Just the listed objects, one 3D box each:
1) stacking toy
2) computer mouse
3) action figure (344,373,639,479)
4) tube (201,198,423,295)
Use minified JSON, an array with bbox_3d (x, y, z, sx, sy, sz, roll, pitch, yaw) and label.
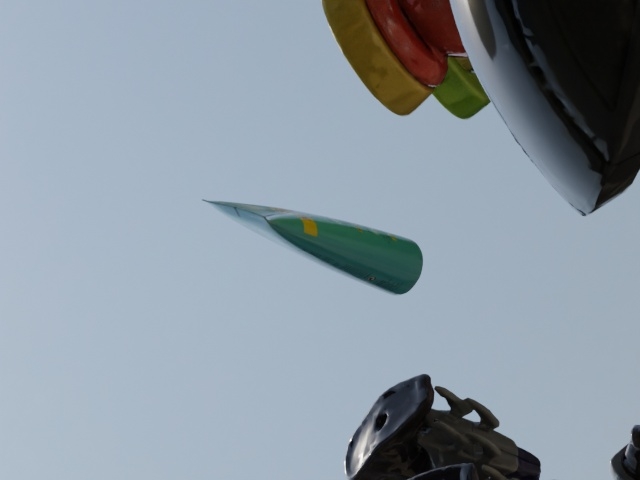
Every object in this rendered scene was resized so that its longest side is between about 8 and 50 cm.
[{"bbox_3d":[0.085,-0.249,1.378,0.130,0.309,0.279,-30,-19,21],"label":"stacking toy"},{"bbox_3d":[0.070,-0.141,0.469,0.184,0.060,0.262,-72,-9,-87],"label":"computer mouse"},{"bbox_3d":[0.151,0.169,0.902,0.285,0.185,0.099,26,-55,-27],"label":"action figure"},{"bbox_3d":[0.000,0.000,1.433,0.207,0.080,0.052,18,-97,-43],"label":"tube"}]
